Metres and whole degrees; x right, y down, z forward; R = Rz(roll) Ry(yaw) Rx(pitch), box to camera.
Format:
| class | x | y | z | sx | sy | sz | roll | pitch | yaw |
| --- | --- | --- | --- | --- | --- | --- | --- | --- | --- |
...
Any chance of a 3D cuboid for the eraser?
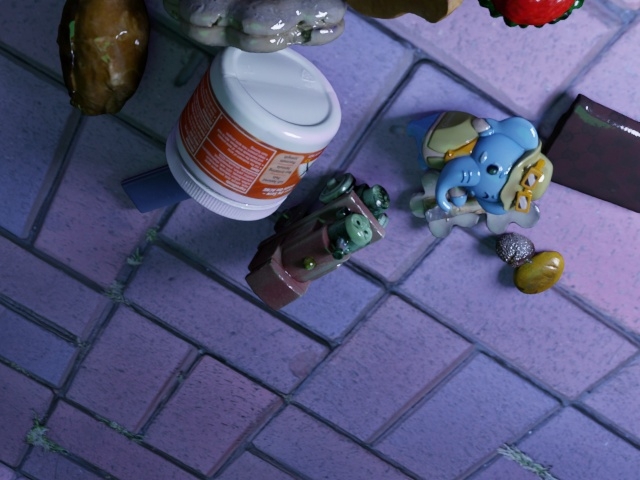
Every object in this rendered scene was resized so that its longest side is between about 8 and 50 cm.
| class | x | y | z | sx | sy | sz | roll | pitch | yaw |
| --- | --- | --- | --- | --- | --- | --- | --- | --- | --- |
| eraser | -0.332 | -0.116 | 1.861 | 0.225 | 0.036 | 0.082 | -15 | 120 | 29 |

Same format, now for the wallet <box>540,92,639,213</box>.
| class | x | y | z | sx | sy | sz | roll | pitch | yaw |
| --- | --- | --- | --- | --- | --- | --- | --- | --- | --- |
| wallet | 0.515 | -0.145 | 1.534 | 0.229 | 0.049 | 0.182 | 22 | 134 | -1 |

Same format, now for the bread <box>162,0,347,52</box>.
| class | x | y | z | sx | sy | sz | roll | pitch | yaw |
| --- | --- | --- | --- | --- | --- | --- | --- | --- | --- |
| bread | -0.129 | -0.389 | 1.481 | 0.337 | 0.183 | 0.102 | 13 | 133 | 14 |

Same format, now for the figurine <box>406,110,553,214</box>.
| class | x | y | z | sx | sy | sz | roll | pitch | yaw |
| --- | --- | --- | --- | --- | --- | --- | --- | --- | --- |
| figurine | 0.281 | -0.136 | 1.552 | 0.262 | 0.154 | 0.180 | 11 | 99 | 25 |

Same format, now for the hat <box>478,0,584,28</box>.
| class | x | y | z | sx | sy | sz | roll | pitch | yaw |
| --- | --- | --- | --- | --- | --- | --- | --- | --- | --- |
| hat | 0.304 | -0.413 | 1.204 | 0.242 | 0.332 | 0.274 | -23 | 119 | 22 |

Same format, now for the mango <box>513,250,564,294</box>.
| class | x | y | z | sx | sy | sz | roll | pitch | yaw |
| --- | --- | --- | --- | --- | --- | --- | --- | --- | --- |
| mango | 0.433 | 0.062 | 1.722 | 0.079 | 0.057 | 0.114 | 40 | 121 | -8 |

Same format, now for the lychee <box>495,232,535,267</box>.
| class | x | y | z | sx | sy | sz | roll | pitch | yaw |
| --- | --- | --- | --- | --- | --- | --- | --- | --- | --- |
| lychee | 0.382 | 0.019 | 1.696 | 0.083 | 0.067 | 0.068 | 37 | 87 | 12 |

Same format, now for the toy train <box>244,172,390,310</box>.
| class | x | y | z | sx | sy | sz | roll | pitch | yaw |
| --- | --- | --- | --- | --- | --- | --- | --- | --- | --- |
| toy train | 0.000 | 0.000 | 1.715 | 0.304 | 0.221 | 0.150 | -30 | 111 | 34 |

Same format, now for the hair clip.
| class | x | y | z | sx | sy | sz | roll | pitch | yaw |
| --- | --- | --- | --- | --- | --- | --- | --- | --- | --- |
| hair clip | 0.293 | -0.074 | 1.657 | 0.257 | 0.075 | 0.146 | -7 | 109 | 15 |

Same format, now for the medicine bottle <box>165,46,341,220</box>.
| class | x | y | z | sx | sy | sz | roll | pitch | yaw |
| --- | --- | --- | --- | --- | --- | --- | --- | --- | --- |
| medicine bottle | -0.122 | -0.203 | 1.576 | 0.252 | 0.252 | 0.241 | 35 | 130 | -9 |

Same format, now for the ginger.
| class | x | y | z | sx | sy | sz | roll | pitch | yaw |
| --- | --- | --- | --- | --- | --- | --- | --- | --- | --- |
| ginger | -0.408 | -0.347 | 1.625 | 0.165 | 0.172 | 0.321 | -2 | 137 | -28 |

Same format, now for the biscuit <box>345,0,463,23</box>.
| class | x | y | z | sx | sy | sz | roll | pitch | yaw |
| --- | --- | --- | --- | --- | --- | --- | --- | --- | --- |
| biscuit | 0.062 | -0.507 | 1.282 | 0.365 | 0.062 | 0.385 | 27 | 150 | 51 |
